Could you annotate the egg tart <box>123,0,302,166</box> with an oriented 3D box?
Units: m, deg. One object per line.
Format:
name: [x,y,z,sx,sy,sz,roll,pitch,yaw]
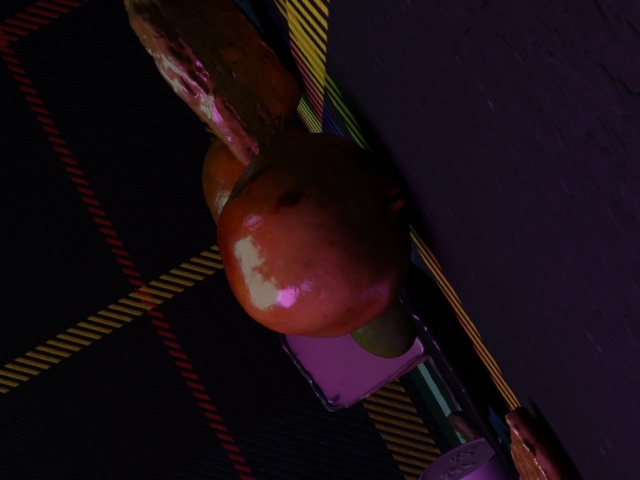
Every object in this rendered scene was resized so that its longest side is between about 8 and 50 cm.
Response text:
egg tart: [-0.128,-0.243,1.243,0.341,0.129,0.341,50,-172,-10]

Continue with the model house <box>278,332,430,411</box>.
model house: [0.050,0.170,1.640,0.237,0.202,0.237,52,179,14]

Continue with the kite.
kite: [0.256,0.314,1.688,0.361,0.022,0.204,64,179,4]

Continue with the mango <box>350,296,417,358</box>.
mango: [0.070,0.077,1.387,0.251,0.114,0.156,55,-163,-35]

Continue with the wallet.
wallet: [0.156,0.136,1.196,0.247,0.041,0.323,61,-178,-12]

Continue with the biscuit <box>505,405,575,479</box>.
biscuit: [0.234,0.249,0.907,0.144,0.033,0.224,57,177,34]

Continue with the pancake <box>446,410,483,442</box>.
pancake: [0.278,0.361,1.424,0.236,0.042,0.222,57,174,-7]

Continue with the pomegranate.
pomegranate: [-0.004,0.002,0.927,0.209,0.209,0.209,60,179,2]

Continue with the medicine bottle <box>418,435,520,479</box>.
medicine bottle: [0.241,0.394,1.187,0.255,0.152,0.152,59,179,-1]

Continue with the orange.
orange: [-0.094,-0.094,1.678,0.284,0.226,0.284,-22,-90,-86]
